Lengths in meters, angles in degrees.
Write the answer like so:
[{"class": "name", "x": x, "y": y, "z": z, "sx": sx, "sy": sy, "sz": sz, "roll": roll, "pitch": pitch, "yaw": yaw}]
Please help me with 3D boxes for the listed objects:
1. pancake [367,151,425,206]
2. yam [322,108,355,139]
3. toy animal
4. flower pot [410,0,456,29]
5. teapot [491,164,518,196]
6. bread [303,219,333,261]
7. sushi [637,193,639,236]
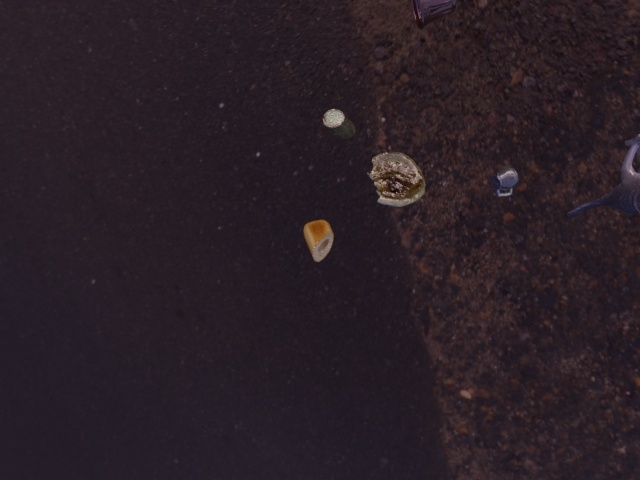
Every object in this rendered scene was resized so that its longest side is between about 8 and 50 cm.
[{"class": "pancake", "x": 0.155, "y": -0.124, "z": 1.060, "sx": 0.116, "sy": 0.129, "sz": 0.022, "roll": -11, "pitch": 154, "yaw": -13}, {"class": "yam", "x": 0.056, "y": -0.346, "z": 1.582, "sx": 0.070, "sy": 0.146, "sz": 0.069, "roll": -2, "pitch": 84, "yaw": 18}, {"class": "toy animal", "x": 0.631, "y": -0.111, "z": 1.049, "sx": 0.081, "sy": 0.367, "sz": 0.205, "roll": -8, "pitch": 105, "yaw": -14}, {"class": "flower pot", "x": 0.265, "y": -0.561, "z": 1.233, "sx": 0.089, "sy": 0.111, "sz": 0.111, "roll": -14, "pitch": 116, "yaw": 5}, {"class": "teapot", "x": 0.510, "y": -0.161, "z": 1.468, "sx": 0.057, "sy": 0.066, "sz": 0.088, "roll": -20, "pitch": 121, "yaw": -10}, {"class": "bread", "x": 0.001, "y": 0.001, "z": 1.143, "sx": 0.062, "sy": 0.103, "sz": 0.049, "roll": -15, "pitch": 130, "yaw": -7}, {"class": "sushi", "x": 0.566, "y": -0.017, "z": 0.716, "sx": 0.161, "sy": 0.241, "sz": 0.107, "roll": -15, "pitch": 109, "yaw": -25}]
